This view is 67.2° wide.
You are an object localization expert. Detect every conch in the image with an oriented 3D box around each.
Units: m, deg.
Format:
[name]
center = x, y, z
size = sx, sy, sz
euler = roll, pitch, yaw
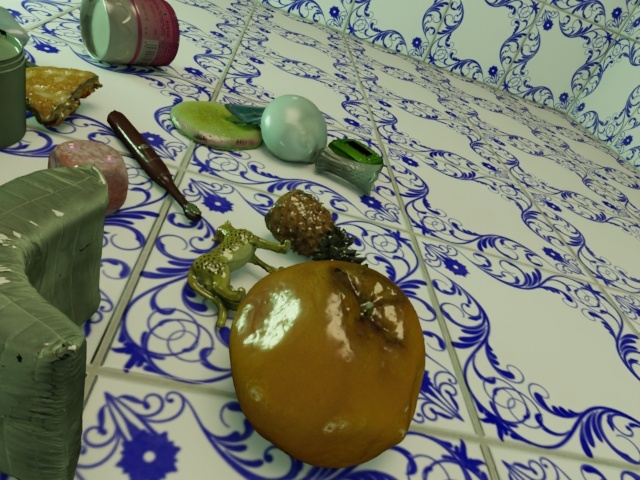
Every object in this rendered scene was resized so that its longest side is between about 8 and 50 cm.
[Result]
[conch]
center = -0.049, -0.270, 1.169
size = 0.185, 0.121, 0.221
euler = 59, 33, -21

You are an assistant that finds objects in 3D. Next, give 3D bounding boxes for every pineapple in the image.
[pineapple]
center = 0.000, 0.000, 0.826
size = 0.197, 0.108, 0.108
euler = 41, 35, 10

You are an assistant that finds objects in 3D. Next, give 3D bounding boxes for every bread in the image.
[bread]
center = -0.241, -0.279, 1.144
size = 0.228, 0.033, 0.228
euler = 17, 31, -11

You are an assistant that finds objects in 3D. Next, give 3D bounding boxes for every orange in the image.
[orange]
center = 0.008, 0.125, 0.558
size = 0.249, 0.183, 0.249
euler = 17, 31, -11

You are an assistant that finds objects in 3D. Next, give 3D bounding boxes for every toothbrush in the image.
[toothbrush]
center = -0.314, -0.144, 0.894
size = 0.041, 0.041, 0.364
euler = -11, 45, -41

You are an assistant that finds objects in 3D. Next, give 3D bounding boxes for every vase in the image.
[vase]
center = 0.061, -0.168, 1.127
size = 0.148, 0.081, 0.081
euler = 24, 32, 8

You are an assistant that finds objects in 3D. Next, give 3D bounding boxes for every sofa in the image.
[sofa]
center = -0.255, 0.068, 0.461
size = 0.176, 0.210, 0.225
euler = 22, 31, 2

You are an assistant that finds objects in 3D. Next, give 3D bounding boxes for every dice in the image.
[dice]
center = -0.358, -0.095, 0.744
size = 0.094, 0.093, 0.091
euler = -14, 47, -46

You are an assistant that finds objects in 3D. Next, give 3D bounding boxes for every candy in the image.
[candy]
center = -0.720, -0.444, 1.040
size = 0.138, 0.071, 0.174
euler = -34, 57, -19

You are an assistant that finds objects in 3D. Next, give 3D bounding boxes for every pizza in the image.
[pizza]
center = -0.526, -0.272, 0.938
size = 0.188, 0.062, 0.199
euler = -5, 46, -18

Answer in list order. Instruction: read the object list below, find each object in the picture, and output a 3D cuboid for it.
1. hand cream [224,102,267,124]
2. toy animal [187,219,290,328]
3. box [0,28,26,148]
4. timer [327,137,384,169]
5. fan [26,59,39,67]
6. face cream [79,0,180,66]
[hand cream]
center = -0.144, -0.314, 1.211
size = 0.083, 0.048, 0.224
euler = 42, 27, 16
[toy animal]
center = -0.141, 0.040, 0.715
size = 0.136, 0.073, 0.181
euler = 24, 43, 17
[box]
center = -0.610, -0.261, 0.781
size = 0.226, 0.149, 0.226
euler = 15, 33, -10
[timer]
center = 0.091, -0.218, 1.242
size = 0.140, 0.047, 0.128
euler = 40, 35, 25
[fan]
center = -0.626, -0.383, 1.077
size = 0.193, 0.016, 0.038
euler = 23, 30, 2
[face cream]
center = -0.494, -0.547, 1.251
size = 0.175, 0.175, 0.195
euler = 40, 35, 26
